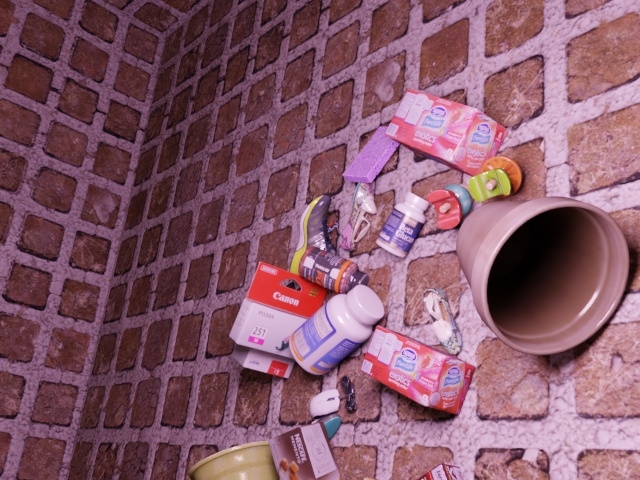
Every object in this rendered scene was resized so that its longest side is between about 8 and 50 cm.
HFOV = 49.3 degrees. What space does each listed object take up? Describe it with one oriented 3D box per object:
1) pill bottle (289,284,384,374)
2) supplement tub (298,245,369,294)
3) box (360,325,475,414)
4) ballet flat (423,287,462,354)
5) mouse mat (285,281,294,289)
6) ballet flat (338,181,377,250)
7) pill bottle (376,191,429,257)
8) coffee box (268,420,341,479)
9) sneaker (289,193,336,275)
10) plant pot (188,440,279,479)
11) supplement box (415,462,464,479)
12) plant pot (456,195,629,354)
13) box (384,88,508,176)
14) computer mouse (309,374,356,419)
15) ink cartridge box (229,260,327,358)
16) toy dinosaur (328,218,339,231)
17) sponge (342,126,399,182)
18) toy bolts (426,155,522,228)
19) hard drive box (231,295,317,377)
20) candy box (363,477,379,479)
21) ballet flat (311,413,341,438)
[{"bbox_3d":[0.049,0.246,1.960,0.272,0.152,0.152,-43,42,28],"label":"pill bottle"},{"bbox_3d":[0.040,0.095,2.045,0.197,0.106,0.106,21,89,24],"label":"supplement tub"},{"bbox_3d":[0.235,0.314,1.712,0.256,0.122,0.128,17,86,54],"label":"box"},{"bbox_3d":[0.298,0.199,1.744,0.070,0.070,0.188,-43,43,29],"label":"ballet flat"},{"bbox_3d":[-0.145,0.238,2.334,0.189,0.007,0.153,-32,48,37],"label":"mouse mat"},{"bbox_3d":[0.124,-0.072,2.111,0.079,0.077,0.222,23,95,36],"label":"ballet flat"},{"bbox_3d":[0.232,-0.046,1.930,0.094,0.094,0.169,38,103,53],"label":"pill bottle"},{"bbox_3d":[-0.030,0.622,1.845,0.141,0.098,0.247,-32,68,36],"label":"coffee box"},{"bbox_3d":[0.000,0.000,2.166,0.121,0.111,0.300,22,113,24],"label":"sneaker"},{"bbox_3d":[-0.208,0.741,1.963,0.276,0.276,0.254,-41,55,32],"label":"plant pot"},{"bbox_3d":[0.233,0.626,1.592,0.239,0.073,0.130,-45,41,27],"label":"supplement box"},{"bbox_3d":[0.432,0.042,1.492,0.323,0.323,0.280,-62,20,8],"label":"plant pot"},{"bbox_3d":[0.334,-0.293,1.891,0.300,0.142,0.154,34,99,53],"label":"box"},{"bbox_3d":[0.024,0.457,1.972,0.193,0.042,0.106,-35,48,36],"label":"computer mouse"},{"bbox_3d":[-0.104,0.217,2.064,0.060,0.275,0.239,24,91,54],"label":"ink cartridge box"},{"bbox_3d":[0.019,-0.042,2.226,0.082,0.090,0.047,-11,41,14],"label":"toy dinosaur"},{"bbox_3d":[0.167,-0.263,2.122,0.117,0.031,0.210,12,60,53],"label":"sponge"},{"bbox_3d":[0.407,-0.091,1.745,0.228,0.158,0.218,-11,104,38],"label":"toy bolts"},{"bbox_3d":[-0.140,0.287,2.155,0.089,0.181,0.232,26,93,53],"label":"hard drive box"},{"bbox_3d":[0.122,0.660,1.609,0.109,0.053,0.187,13,82,55],"label":"candy box"},{"bbox_3d":[-0.015,0.550,1.952,0.203,0.074,0.074,-60,37,13],"label":"ballet flat"}]
